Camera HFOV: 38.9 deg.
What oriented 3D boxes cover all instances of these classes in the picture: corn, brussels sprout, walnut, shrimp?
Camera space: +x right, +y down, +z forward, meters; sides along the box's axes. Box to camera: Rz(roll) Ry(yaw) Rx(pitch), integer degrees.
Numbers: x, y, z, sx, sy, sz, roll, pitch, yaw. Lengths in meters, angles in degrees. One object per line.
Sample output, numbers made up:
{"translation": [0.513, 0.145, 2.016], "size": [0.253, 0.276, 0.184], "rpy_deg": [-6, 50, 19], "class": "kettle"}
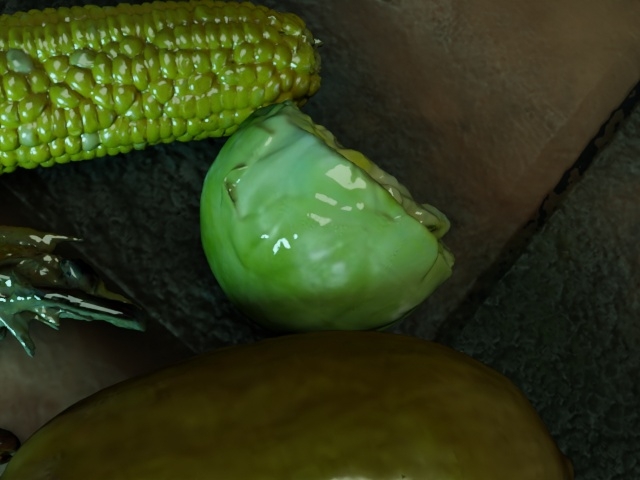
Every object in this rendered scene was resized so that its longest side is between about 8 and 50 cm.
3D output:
{"translation": [-0.149, -0.095, 0.555], "size": [0.312, 0.102, 0.102], "rpy_deg": [-14, 80, -16], "class": "corn"}
{"translation": [-0.005, 0.002, 0.539], "size": [0.151, 0.149, 0.122], "rpy_deg": [39, 98, 19], "class": "brussels sprout"}
{"translation": [-0.035, 0.151, 0.466], "size": [0.336, 0.209, 0.209], "rpy_deg": [-1, 77, -8], "class": "walnut"}
{"translation": [-0.230, 0.072, 0.525], "size": [0.253, 0.058, 0.173], "rpy_deg": [7, 84, -6], "class": "shrimp"}
